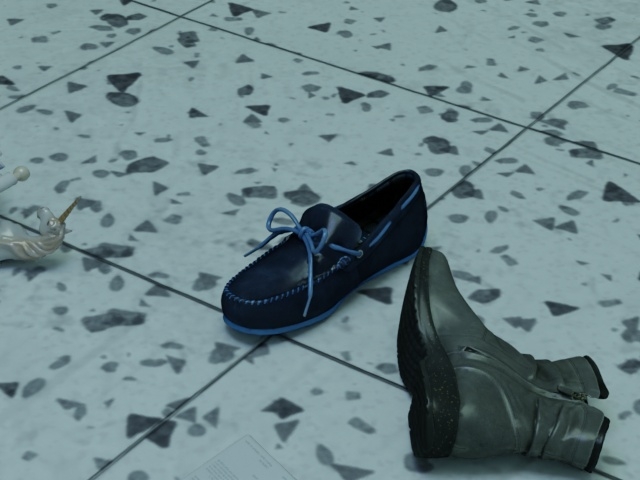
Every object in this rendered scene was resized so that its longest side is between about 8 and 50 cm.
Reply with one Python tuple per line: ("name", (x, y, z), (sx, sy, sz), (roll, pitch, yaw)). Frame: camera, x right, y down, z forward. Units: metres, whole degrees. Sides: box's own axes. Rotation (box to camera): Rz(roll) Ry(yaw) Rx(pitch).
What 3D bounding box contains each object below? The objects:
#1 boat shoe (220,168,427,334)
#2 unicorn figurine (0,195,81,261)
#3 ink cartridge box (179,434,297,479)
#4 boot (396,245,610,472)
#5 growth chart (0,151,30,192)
("boat shoe", (0.000, 0.000, 1.412), (0.109, 0.089, 0.258), (23, 37, 29))
("unicorn figurine", (-0.314, -0.003, 1.436), (0.162, 0.060, 0.111), (-34, 45, -21))
("ink cartridge box", (-0.078, 0.238, 1.092), (0.179, 0.045, 0.145), (-35, 45, -19))
("boot", (0.153, 0.105, 1.284), (0.161, 0.083, 0.246), (6, 37, -7))
("growth chart", (-0.399, -0.066, 1.480), (0.237, 0.021, 0.172), (16, 35, 36))
